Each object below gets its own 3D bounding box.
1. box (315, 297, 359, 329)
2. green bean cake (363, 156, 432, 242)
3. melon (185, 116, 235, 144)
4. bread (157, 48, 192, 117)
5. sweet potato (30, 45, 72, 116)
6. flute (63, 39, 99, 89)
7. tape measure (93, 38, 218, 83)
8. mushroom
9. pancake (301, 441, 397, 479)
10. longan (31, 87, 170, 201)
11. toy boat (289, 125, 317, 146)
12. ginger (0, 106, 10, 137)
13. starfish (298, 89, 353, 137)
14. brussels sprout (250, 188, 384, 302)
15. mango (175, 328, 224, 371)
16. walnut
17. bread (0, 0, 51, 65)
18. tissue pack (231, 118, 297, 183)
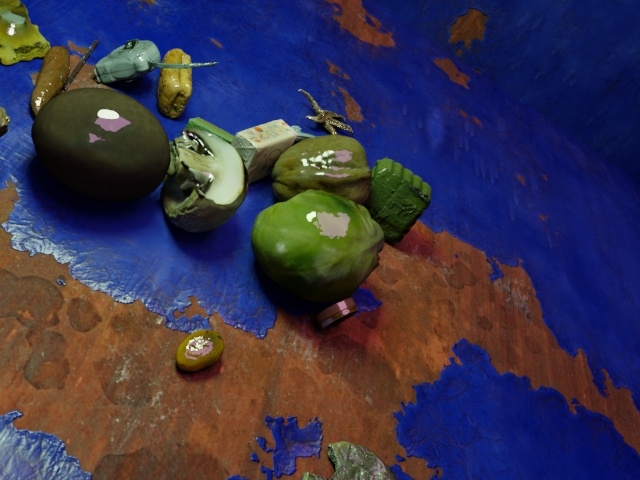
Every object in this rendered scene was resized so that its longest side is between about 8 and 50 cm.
[{"bbox_3d":[0.041,0.177,1.554,0.105,0.105,0.037,-14,72,-46],"label":"box"},{"bbox_3d":[0.207,-0.117,1.905,0.200,0.214,0.113,32,34,-10],"label":"green bean cake"},{"bbox_3d":[-0.270,-0.292,1.842,0.261,0.053,0.114,18,24,-31],"label":"melon"},{"bbox_3d":[-0.412,-0.446,1.813,0.083,0.114,0.211,15,41,-24],"label":"bread"},{"bbox_3d":[-0.663,-0.410,1.605,0.072,0.066,0.314,-7,49,-1],"label":"sweet potato"},{"bbox_3d":[-0.643,-0.476,1.730,0.014,0.014,0.270,25,39,-18],"label":"flute"},{"bbox_3d":[-0.431,-0.498,1.726,0.330,0.084,0.164,-8,41,12],"label":"tape measure"},{"bbox_3d":[-0.287,-0.128,1.552,0.189,0.164,0.267,4,46,-42],"label":"mushroom"},{"bbox_3d":[0.070,0.528,1.280,0.253,0.037,0.254,22,42,-21],"label":"pancake"},{"bbox_3d":[-0.476,-0.212,1.422,0.300,0.243,0.300,36,6,-5],"label":"longan"},{"bbox_3d":[-0.067,-0.325,2.013,0.140,0.059,0.066,2,62,-36],"label":"toy boat"},{"bbox_3d":[-0.778,-0.215,1.229,0.375,0.176,0.256,28,54,-13],"label":"ginger"},{"bbox_3d":[0.012,-0.422,2.185,0.238,0.057,0.213,44,30,-1],"label":"starfish"},{"bbox_3d":[0.000,0.000,1.565,0.344,0.268,0.344,17,29,-10],"label":"brussels sprout"},{"bbox_3d":[-0.246,0.226,1.313,0.079,0.057,0.114,49,47,7],"label":"mango"},{"bbox_3d":[0.004,-0.175,1.775,0.282,0.228,0.283,-4,13,1],"label":"walnut"},{"bbox_3d":[-0.801,-0.553,1.620,0.233,0.088,0.161,44,33,3],"label":"bread"},{"bbox_3d":[-0.167,-0.241,1.768,0.092,0.148,0.196,40,37,13],"label":"tissue pack"}]
